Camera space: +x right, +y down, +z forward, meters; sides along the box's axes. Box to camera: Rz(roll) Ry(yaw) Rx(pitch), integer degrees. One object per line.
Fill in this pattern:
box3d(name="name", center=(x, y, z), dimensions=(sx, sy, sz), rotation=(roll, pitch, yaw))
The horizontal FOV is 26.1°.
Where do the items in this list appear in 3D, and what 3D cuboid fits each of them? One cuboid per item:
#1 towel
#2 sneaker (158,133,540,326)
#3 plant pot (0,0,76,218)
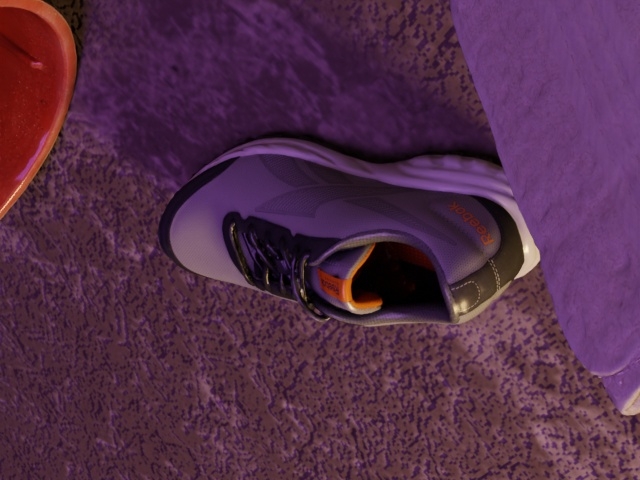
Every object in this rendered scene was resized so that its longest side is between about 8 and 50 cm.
box3d(name="towel", center=(0.149, -0.080, 0.627), dimensions=(0.187, 0.049, 0.282), rotation=(-52, 41, 44))
box3d(name="sneaker", center=(0.000, 0.000, 0.856), dimensions=(0.271, 0.108, 0.100), rotation=(2, 123, 35))
box3d(name="plant pot", center=(-0.354, -0.125, 0.921), dimensions=(0.265, 0.272, 0.272), rotation=(40, 135, 15))
